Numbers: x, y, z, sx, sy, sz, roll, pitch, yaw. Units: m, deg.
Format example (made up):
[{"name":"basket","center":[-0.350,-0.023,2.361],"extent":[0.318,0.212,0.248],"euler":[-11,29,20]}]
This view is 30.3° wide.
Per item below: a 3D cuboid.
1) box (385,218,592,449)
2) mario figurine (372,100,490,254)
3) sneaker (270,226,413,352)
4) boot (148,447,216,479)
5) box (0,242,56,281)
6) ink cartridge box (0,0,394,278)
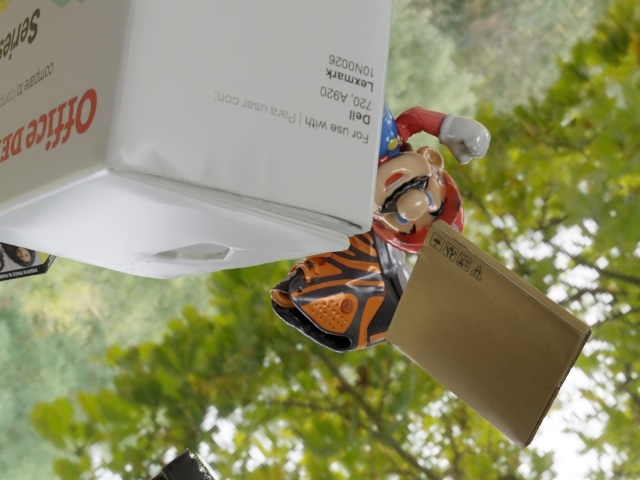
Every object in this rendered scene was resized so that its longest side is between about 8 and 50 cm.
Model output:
[{"name":"box","center":[0.169,0.099,1.242],"extent":[0.021,0.201,0.164],"euler":[-22,141,-45]},{"name":"mario figurine","center":[0.066,-0.103,1.360],"extent":[0.198,0.320,0.170],"euler":[-18,-148,41]},{"name":"sneaker","center":[0.000,0.000,1.579],"extent":[0.180,0.321,0.124],"euler":[-25,177,-21]},{"name":"boot","center":[-0.205,0.477,1.160],"extent":[0.445,0.367,0.146],"euler":[-38,148,-8]},{"name":"box","center":[-0.384,-0.065,1.362],"extent":[0.087,0.232,0.058],"euler":[-9,-152,12]},{"name":"ink cartridge box","center":[-0.063,-0.134,0.538],"extent":[0.117,0.278,0.201],"euler":[13,167,-30]}]
